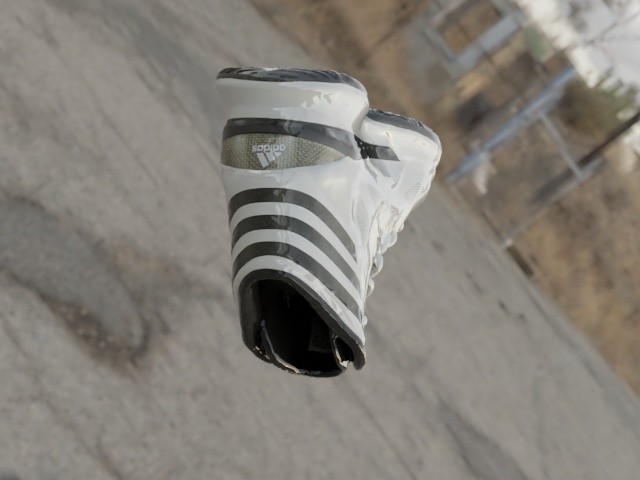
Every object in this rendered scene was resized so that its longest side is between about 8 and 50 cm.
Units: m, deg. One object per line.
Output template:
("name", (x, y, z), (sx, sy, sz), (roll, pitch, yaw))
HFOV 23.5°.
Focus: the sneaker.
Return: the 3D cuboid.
("sneaker", (-0.001, 0.000, 1.455), (0.447, 0.169, 0.258), (17, 77, -72))
